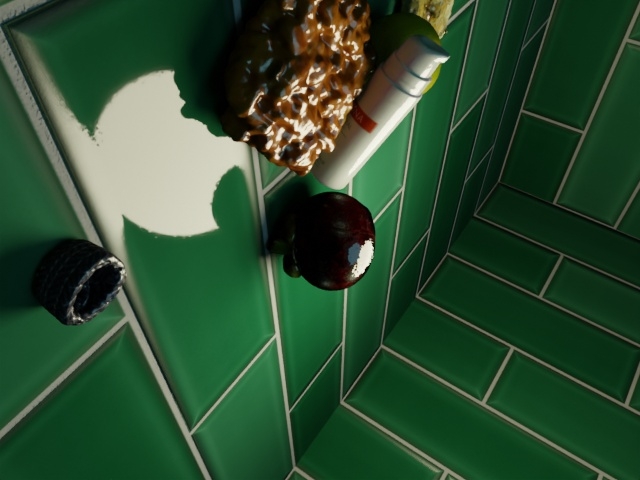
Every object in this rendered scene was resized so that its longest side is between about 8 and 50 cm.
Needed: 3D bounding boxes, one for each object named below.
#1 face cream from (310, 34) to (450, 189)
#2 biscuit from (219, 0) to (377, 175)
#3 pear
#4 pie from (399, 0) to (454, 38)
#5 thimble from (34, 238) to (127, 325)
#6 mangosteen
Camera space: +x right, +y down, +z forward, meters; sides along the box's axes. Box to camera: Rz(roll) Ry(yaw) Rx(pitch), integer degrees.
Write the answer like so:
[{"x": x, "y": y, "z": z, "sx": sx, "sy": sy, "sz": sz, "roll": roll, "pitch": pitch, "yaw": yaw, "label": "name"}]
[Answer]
[{"x": 0.104, "y": -0.245, "z": 1.086, "sx": 0.102, "sy": 0.102, "sz": 0.345, "roll": -30, "pitch": 164, "yaw": -52, "label": "face cream"}, {"x": -0.026, "y": -0.275, "z": 0.922, "sx": 0.312, "sy": 0.110, "sz": 0.318, "roll": -63, "pitch": 159, "yaw": 4, "label": "biscuit"}, {"x": 0.145, "y": -0.360, "z": 1.137, "sx": 0.216, "sy": 0.166, "sz": 0.180, "roll": -33, "pitch": 156, "yaw": -32, "label": "pear"}, {"x": 0.246, "y": -0.532, "z": 1.291, "sx": 0.274, "sy": 0.055, "sz": 0.274, "roll": -48, "pitch": 154, "yaw": -32, "label": "pie"}, {"x": -0.312, "y": 0.053, "z": 0.731, "sx": 0.104, "sy": 0.066, "sz": 0.095, "roll": -47, "pitch": 155, "yaw": -32, "label": "thimble"}, {"x": 0.011, "y": -0.005, "z": 1.215, "sx": 0.216, "sy": 0.216, "sz": 0.216, "roll": -47, "pitch": 153, "yaw": -33, "label": "mangosteen"}]
